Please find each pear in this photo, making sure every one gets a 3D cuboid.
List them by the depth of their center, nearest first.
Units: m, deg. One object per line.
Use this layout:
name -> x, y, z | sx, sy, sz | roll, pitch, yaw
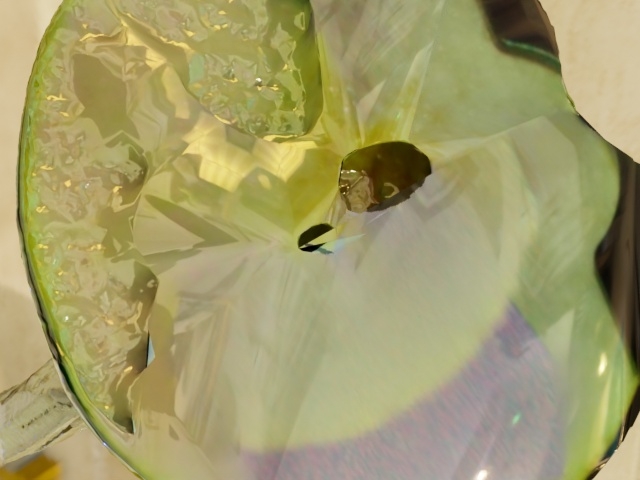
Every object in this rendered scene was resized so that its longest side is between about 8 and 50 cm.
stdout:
pear -> -0.005, 0.002, 0.947 | 0.399, 0.399, 0.165 | 53, 154, 5

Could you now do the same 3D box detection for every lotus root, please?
lotus root -> -0.192, 0.115, 1.300 | 0.144, 0.143, 0.070 | -33, 80, 53
